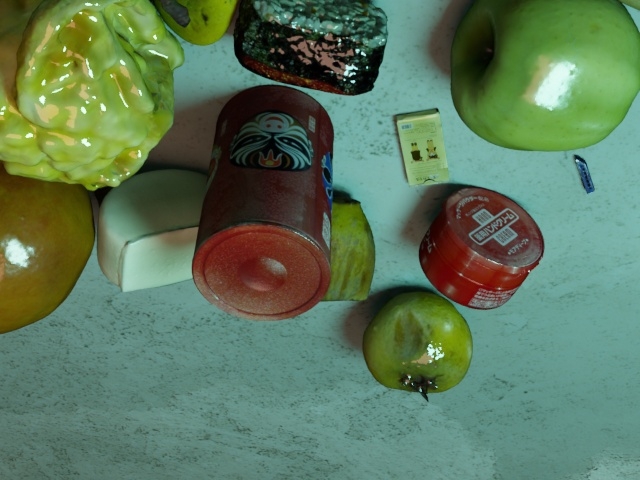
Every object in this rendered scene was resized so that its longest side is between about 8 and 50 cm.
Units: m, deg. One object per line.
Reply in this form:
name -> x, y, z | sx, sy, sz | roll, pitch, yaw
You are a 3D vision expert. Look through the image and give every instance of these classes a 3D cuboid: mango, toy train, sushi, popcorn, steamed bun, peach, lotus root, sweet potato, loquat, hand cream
mango -> -0.174, -0.358, 1.322 | 0.137, 0.098, 0.195 | 2, 137, 6
toy train -> 0.451, -0.114, 1.588 | 0.017, 0.017, 0.083 | -19, 130, 16
sushi -> -0.016, -0.300, 1.350 | 0.225, 0.136, 0.126 | 12, 131, 0
popcorn -> -0.329, -0.254, 1.248 | 0.349, 0.349, 0.382 | 37, 136, -29
steamed bun -> -0.268, -0.026, 1.583 | 0.242, 0.164, 0.146 | -13, 140, -30
peach -> -0.540, -0.016, 1.485 | 0.343, 0.301, 0.343 | 2, 96, 20
lotus root -> 0.001, 0.000, 1.641 | 0.188, 0.199, 0.180 | -2, 111, -48
sweet potato -> -0.366, -0.088, 1.621 | 0.053, 0.054, 0.182 | 22, 134, -6
loquat -> 0.185, 0.198, 1.771 | 0.213, 0.213, 0.213 | 1, 134, 1
hand cream -> 0.274, 0.014, 1.600 | 0.193, 0.193, 0.125 | 16, 131, -13

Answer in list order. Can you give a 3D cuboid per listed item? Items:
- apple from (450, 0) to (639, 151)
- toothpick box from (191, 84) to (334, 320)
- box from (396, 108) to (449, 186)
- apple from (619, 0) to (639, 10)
apple -> 0.322, -0.251, 1.324 | 0.279, 0.279, 0.279 | 1, 134, 1
toothpick box -> -0.080, -0.064, 1.438 | 0.204, 0.333, 0.204 | 2, 134, 2
box -> 0.173, -0.153, 1.560 | 0.073, 0.020, 0.149 | -8, 133, 8
apple -> 0.433, -0.414, 1.145 | 0.234, 0.257, 0.257 | 36, 126, -12
